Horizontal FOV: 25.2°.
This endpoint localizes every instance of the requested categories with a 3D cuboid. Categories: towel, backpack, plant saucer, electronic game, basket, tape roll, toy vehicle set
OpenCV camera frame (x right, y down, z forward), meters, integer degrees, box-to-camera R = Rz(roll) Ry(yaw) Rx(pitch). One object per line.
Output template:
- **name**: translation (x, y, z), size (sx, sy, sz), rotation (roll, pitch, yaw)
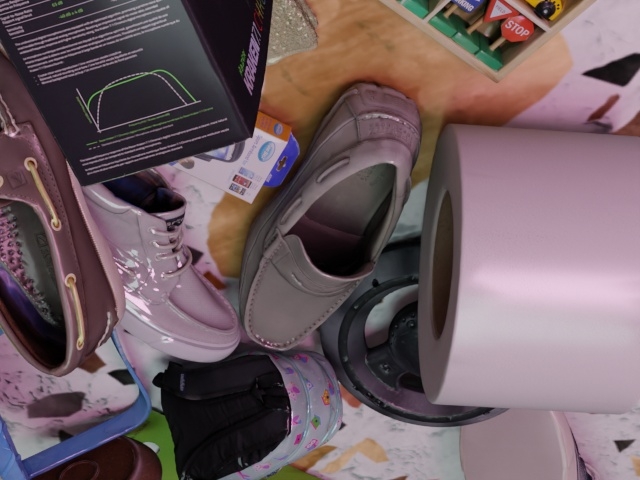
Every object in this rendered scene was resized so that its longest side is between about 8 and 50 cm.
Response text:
- **towel**: translation (-0.075, -0.197, 1.168), size (0.110, 0.027, 0.148), rotation (-21, 131, 18)
- **backpack**: translation (-0.069, 0.172, 1.444), size (0.182, 0.152, 0.115), rotation (-28, 167, 39)
- **plant saucer**: translation (-0.251, 0.256, 1.506), size (0.168, 0.168, 0.029), rotation (-9, 122, 9)
- **electronic game**: translation (0.113, 0.097, 1.425), size (0.229, 0.048, 0.229), rotation (5, 125, 7)
- **basket**: translation (-0.320, 0.171, 1.418), size (0.289, 0.201, 0.254), rotation (-31, 142, -13)
- **tape roll**: translation (0.183, 0.025, 1.234), size (0.169, 0.246, 0.246), rotation (4, 134, -3)
- **toy vehicle set**: translation (0.100, -0.248, 1.111), size (0.267, 0.035, 0.166), rotation (31, 127, -26)

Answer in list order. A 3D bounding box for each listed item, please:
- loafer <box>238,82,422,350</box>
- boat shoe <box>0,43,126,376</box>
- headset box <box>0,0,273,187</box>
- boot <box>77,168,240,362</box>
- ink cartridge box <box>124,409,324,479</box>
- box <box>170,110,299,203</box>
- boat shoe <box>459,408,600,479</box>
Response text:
- **loafer**: translation (0.000, 0.000, 1.299), size (0.112, 0.111, 0.319), rotation (14, 132, -13)
- **boat shoe**: translation (-0.269, -0.037, 1.212), size (0.117, 0.096, 0.324), rotation (-15, 111, 20)
- **headset box**: translation (-0.147, -0.228, 0.968), size (0.131, 0.246, 0.283), rotation (-15, 124, 14)
- **boot**: translation (-0.155, 0.011, 1.317), size (0.258, 0.095, 0.123), rotation (33, 126, -22)
- **ink cartridge box**: translation (-0.134, 0.316, 1.618), size (0.255, 0.097, 0.189), rotation (26, 129, -24)
- **box**: translation (-0.089, -0.087, 1.259), size (0.136, 0.028, 0.081), rotation (26, 129, -8)
- **boat shoe**: translation (0.248, 0.270, 1.571), size (0.127, 0.158, 0.340), rotation (-3, 109, 27)
